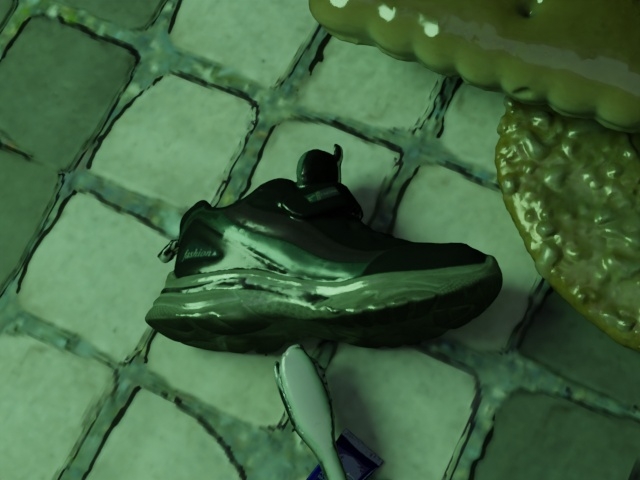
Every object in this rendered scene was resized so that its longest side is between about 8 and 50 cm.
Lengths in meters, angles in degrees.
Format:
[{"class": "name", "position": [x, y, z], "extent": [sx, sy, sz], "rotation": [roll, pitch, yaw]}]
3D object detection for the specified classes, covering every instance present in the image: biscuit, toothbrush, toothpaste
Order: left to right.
[{"class": "toothpaste", "position": [-0.007, 0.126, 0.487], "extent": [0.024, 0.015, 0.083], "rotation": [41, 76, 11]}, {"class": "toothbrush", "position": [0.037, 0.180, 0.452], "extent": [0.024, 0.026, 0.288], "rotation": [-24, 73, 4]}, {"class": "biscuit", "position": [0.149, -0.204, 0.540], "extent": [0.217, 0.044, 0.324], "rotation": [22, 67, 14]}, {"class": "biscuit", "position": [0.195, -0.040, 0.504], "extent": [0.220, 0.033, 0.219], "rotation": [-2, 71, 6]}]

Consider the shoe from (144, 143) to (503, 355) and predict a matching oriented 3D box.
[{"class": "shoe", "position": [0.000, 0.000, 0.502], "extent": [0.169, 0.071, 0.099], "rotation": [-5, 68, 10]}]
